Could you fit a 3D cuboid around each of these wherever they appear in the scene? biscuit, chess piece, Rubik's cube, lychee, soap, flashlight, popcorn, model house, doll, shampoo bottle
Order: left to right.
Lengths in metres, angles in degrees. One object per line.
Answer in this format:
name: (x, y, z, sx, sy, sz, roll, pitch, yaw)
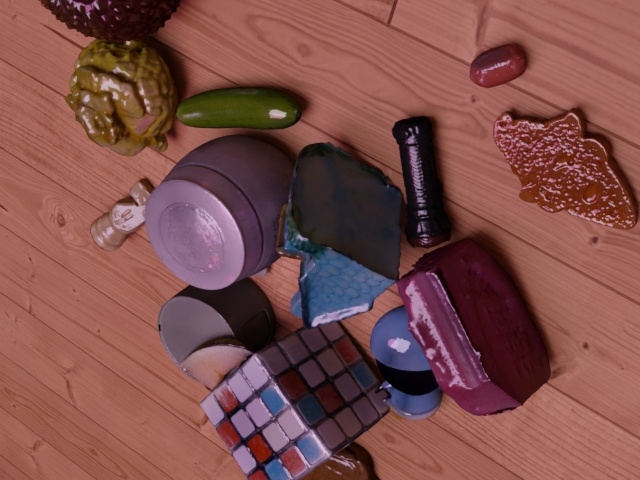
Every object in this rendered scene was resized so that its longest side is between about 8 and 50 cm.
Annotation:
lychee: (-0.395, -0.491, 1.556, 0.267, 0.267, 0.268, 16, 123, 26)
popcorn: (-0.405, -0.290, 1.710, 0.259, 0.212, 0.259, 14, 115, 32)
chess piece: (-0.443, -0.061, 1.950, 0.200, 0.090, 0.090, -35, 93, 30)
shampoo bottle: (-0.181, -0.059, 1.641, 0.272, 0.266, 0.273, 15, 122, 26)
Rubik's cube: (-0.049, 0.346, 1.761, 0.253, 0.259, 0.256, 54, 130, 9)
biscuit: (-0.033, 0.563, 2.025, 0.381, 0.074, 0.359, 37, 128, 7)
model house: (0.000, 0.000, 1.546, 0.225, 0.261, 0.241, 24, 134, -16)
doll: (0.185, 0.230, 1.641, 0.177, 0.141, 0.314, -2, 130, 0)
flashlight: (0.181, -0.105, 1.496, 0.092, 0.093, 0.232, 3, 111, 33)
soap: (0.276, 0.163, 1.487, 0.127, 0.220, 0.325, -17, 100, 46)
biscuit: (0.401, -0.117, 1.364, 0.280, 0.043, 0.183, 36, 133, 6)

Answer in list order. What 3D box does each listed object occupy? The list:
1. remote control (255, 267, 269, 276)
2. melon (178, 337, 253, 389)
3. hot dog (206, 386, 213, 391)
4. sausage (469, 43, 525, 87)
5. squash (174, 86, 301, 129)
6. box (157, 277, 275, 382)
remote control: (-0.204, 0.038, 1.839, 0.189, 0.029, 0.088, 3, 131, 21)
melon: (-0.217, 0.247, 1.782, 0.098, 0.054, 0.182, 44, 130, -2)
hot dog: (-0.228, 0.325, 2.020, 0.099, 0.065, 0.147, 56, 142, -5)
sausage: (0.281, -0.279, 1.340, 0.094, 0.054, 0.059, -13, 67, 36)
squash: (-0.160, -0.258, 1.636, 0.292, 0.082, 0.082, 6, 118, 32)
box: (-0.232, 0.192, 1.890, 0.226, 0.149, 0.226, 16, 123, 26)
